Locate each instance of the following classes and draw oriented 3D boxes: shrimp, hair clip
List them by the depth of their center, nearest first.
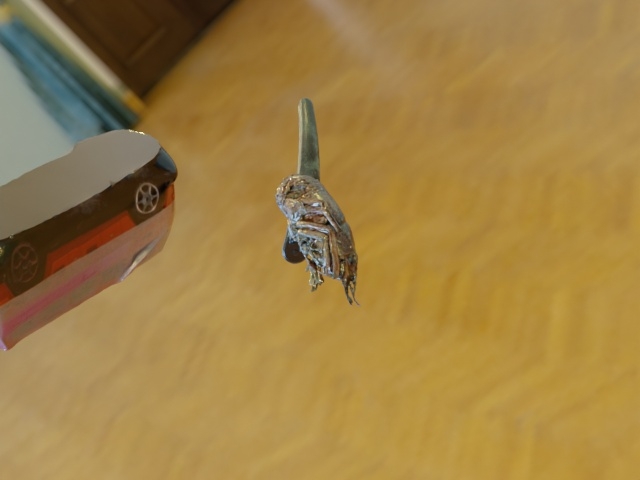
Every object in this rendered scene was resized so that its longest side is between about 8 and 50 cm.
[{"bbox_3d":[0.001,0.000,1.994,0.073,0.190,0.075,-30,-23,6],"label":"shrimp"},{"bbox_3d":[-0.017,-0.087,2.253,0.070,0.039,0.229,136,142,-61],"label":"hair clip"}]

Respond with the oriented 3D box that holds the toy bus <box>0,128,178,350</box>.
[{"bbox_3d":[-0.299,-0.006,1.970,0.127,0.147,0.303,31,47,34],"label":"toy bus"}]
